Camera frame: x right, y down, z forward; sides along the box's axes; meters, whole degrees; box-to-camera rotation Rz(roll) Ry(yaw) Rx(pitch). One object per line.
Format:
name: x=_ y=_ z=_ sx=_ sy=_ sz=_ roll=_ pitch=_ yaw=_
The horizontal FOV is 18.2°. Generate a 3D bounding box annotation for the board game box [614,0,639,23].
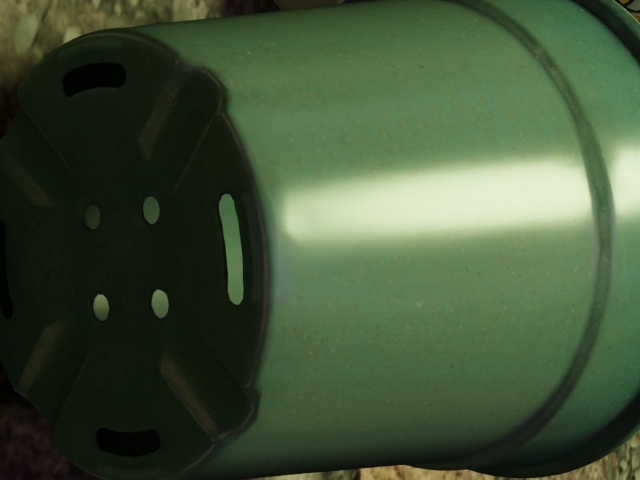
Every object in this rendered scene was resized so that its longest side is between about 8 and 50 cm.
board game box: x=0.247 y=-0.221 z=1.622 sx=0.275 sy=0.142 sz=0.144 roll=43 pitch=62 yaw=-48

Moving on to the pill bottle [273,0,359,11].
pill bottle: x=0.029 y=-0.215 z=1.377 sx=0.160 sy=0.087 sz=0.087 roll=-43 pitch=128 yaw=-41

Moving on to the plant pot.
plant pot: x=0.000 y=0.000 z=1.199 sx=0.334 sy=0.341 sz=0.341 roll=-6 pitch=100 yaw=-44
